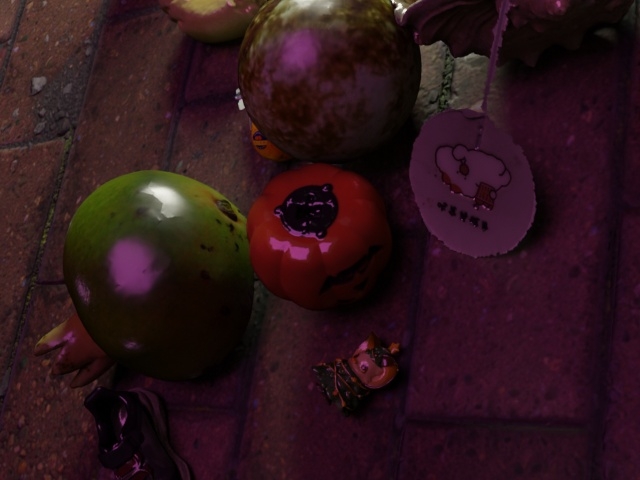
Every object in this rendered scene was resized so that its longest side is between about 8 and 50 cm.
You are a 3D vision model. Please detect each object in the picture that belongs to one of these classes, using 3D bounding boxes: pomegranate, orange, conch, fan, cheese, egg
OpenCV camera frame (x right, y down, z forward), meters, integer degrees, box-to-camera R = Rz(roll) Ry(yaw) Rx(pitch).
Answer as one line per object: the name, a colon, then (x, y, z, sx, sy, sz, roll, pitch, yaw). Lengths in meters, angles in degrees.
pomegranate: (-0.267, 0.056, 1.527, 0.358, 0.216, 0.309, -38, 47, 10)
orange: (-0.059, -0.152, 1.573, 0.084, 0.083, 0.083, -16, 60, 31)
conch: (0.239, -0.320, 1.357, 0.297, 0.210, 0.352, -24, 17, 12)
fan: (0.189, -0.128, 1.295, 0.191, 0.009, 0.329, 29, 126, 36)
cheese: (-0.154, -0.419, 1.749, 0.226, 0.117, 0.214, 16, 85, 36)
egg: (0.015, -0.230, 1.443, 0.238, 0.238, 0.289, -26, 25, 25)

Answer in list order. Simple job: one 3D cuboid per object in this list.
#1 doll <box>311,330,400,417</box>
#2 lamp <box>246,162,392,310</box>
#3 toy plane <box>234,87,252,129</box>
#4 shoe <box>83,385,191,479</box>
doll: (0.051, 0.171, 1.363, 0.113, 0.076, 0.078, -22, 41, -12)
lamp: (0.000, 0.000, 1.406, 0.188, 0.164, 0.187, -5, 58, 8)
toy plane: (-0.045, -0.264, 1.617, 0.234, 0.082, 0.160, -43, 24, 13)
shoe: (-0.256, 0.289, 1.489, 0.099, 0.112, 0.227, -39, 49, 15)
